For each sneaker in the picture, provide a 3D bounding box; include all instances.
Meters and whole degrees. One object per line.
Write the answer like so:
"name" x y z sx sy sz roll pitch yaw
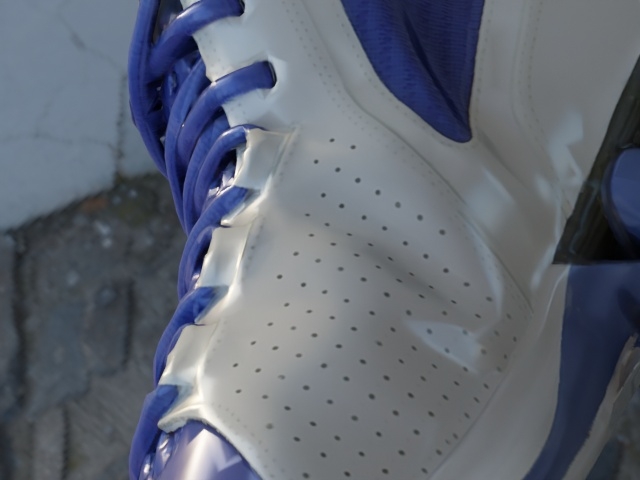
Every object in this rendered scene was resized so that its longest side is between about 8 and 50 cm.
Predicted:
"sneaker" 0.001 -0.001 0.440 0.182 0.127 0.315 31 57 14
